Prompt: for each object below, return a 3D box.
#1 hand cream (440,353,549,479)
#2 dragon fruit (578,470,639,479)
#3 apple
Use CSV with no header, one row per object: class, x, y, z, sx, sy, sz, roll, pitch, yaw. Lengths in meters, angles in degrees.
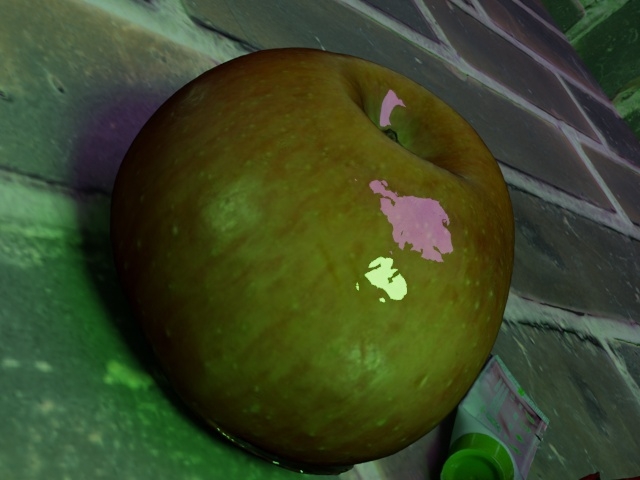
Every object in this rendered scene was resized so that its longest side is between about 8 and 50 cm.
hand cream,0.149,0.156,0.947,0.275,0.050,0.079,-23,100,-72
dragon fruit,0.211,0.249,0.629,0.227,0.307,0.243,-18,109,-76
apple,0.000,0.000,0.684,0.251,0.206,0.272,48,24,0
